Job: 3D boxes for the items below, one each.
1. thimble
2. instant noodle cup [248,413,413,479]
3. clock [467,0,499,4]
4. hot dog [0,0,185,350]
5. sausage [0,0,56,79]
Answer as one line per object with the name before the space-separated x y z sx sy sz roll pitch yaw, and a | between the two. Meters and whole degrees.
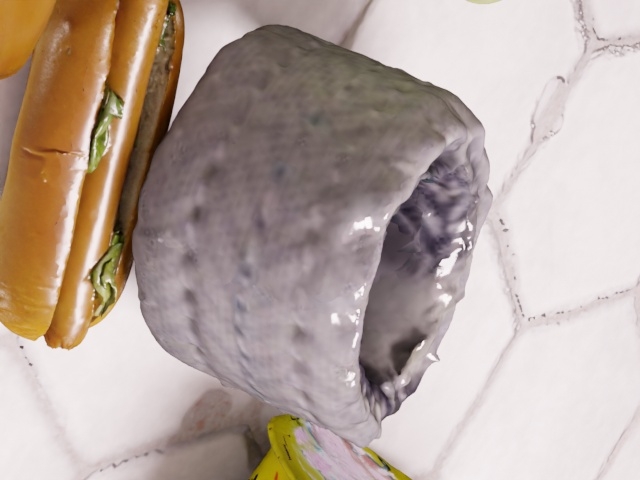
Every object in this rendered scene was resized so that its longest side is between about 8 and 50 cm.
thimble | 0.000 0.000 1.110 0.217 0.157 0.245 -41 147 -45
instant noodle cup | 0.009 0.323 1.288 0.254 0.325 0.325 -49 141 8
clock | 0.041 -0.243 0.966 0.348 0.117 0.286 -7 155 -35
hot dog | -0.137 -0.047 1.057 0.100 0.068 0.249 -8 122 -42
sausage | -0.241 -0.128 0.860 0.241 0.120 0.136 -18 114 -35
